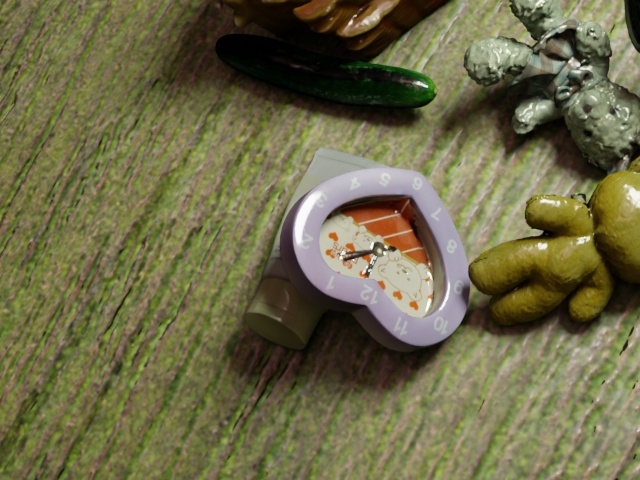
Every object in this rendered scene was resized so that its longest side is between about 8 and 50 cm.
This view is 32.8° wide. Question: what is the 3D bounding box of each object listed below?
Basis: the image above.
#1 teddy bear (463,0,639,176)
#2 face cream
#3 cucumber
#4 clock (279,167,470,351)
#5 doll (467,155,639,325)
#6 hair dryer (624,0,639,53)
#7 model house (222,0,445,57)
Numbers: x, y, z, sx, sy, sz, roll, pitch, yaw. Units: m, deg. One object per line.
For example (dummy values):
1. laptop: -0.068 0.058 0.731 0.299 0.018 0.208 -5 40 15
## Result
1. teddy bear: 0.252 -0.156 1.107 0.213 0.111 0.133 45 114 3
2. face cream: 0.000 0.000 1.125 0.114 0.070 0.224 19 65 21
3. cucumber: -0.003 -0.186 1.203 0.284 0.056 0.056 16 73 24
4. clock: 0.057 0.009 1.069 0.198 0.064 0.172 32 62 -15
5. doll: 0.246 0.006 1.044 0.209 0.097 0.137 -22 102 12
6. hair dryer: 0.399 -0.154 0.961 0.195 0.078 0.248 -11 61 3
7. model house: 0.036 -0.308 1.172 0.229 0.199 0.220 4 81 20
